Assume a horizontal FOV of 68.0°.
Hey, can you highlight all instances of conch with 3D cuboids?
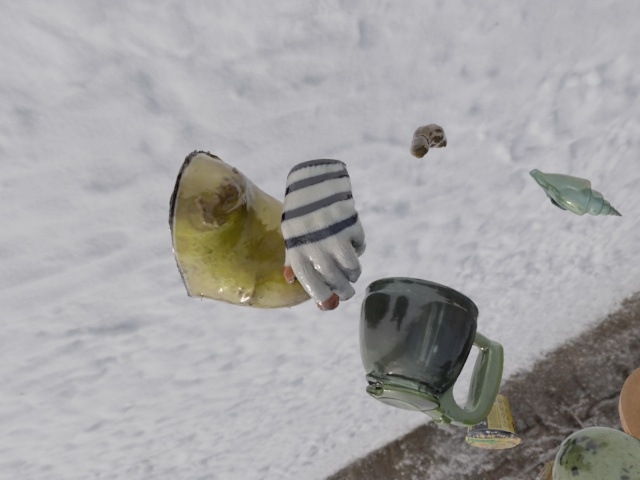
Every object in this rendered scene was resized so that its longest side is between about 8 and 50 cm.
[{"bbox_3d":[0.479,-0.088,0.898,0.065,0.180,0.088,-62,164,11],"label":"conch"}]

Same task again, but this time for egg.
[{"bbox_3d":[0.481,0.421,0.766,0.176,0.228,0.177,-7,143,-5],"label":"egg"}]

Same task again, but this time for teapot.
[{"bbox_3d":[0.207,0.241,0.984,0.239,0.239,0.321,-6,147,40],"label":"teapot"}]

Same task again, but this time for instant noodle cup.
[{"bbox_3d":[0.498,0.525,1.384,0.151,0.122,0.151,7,140,6],"label":"instant noodle cup"}]

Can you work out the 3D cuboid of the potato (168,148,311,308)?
[{"bbox_3d":[-0.119,-0.010,1.007,0.295,0.290,0.397,8,138,0],"label":"potato"}]

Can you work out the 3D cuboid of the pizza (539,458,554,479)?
[{"bbox_3d":[0.452,0.509,0.900,0.297,0.071,0.189,-39,-173,-23],"label":"pizza"}]

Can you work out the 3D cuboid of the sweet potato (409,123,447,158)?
[{"bbox_3d":[0.206,-0.198,0.925,0.182,0.053,0.054,-34,148,-54],"label":"sweet potato"}]

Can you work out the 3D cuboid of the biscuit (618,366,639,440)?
[{"bbox_3d":[0.912,0.462,1.059,0.349,0.455,0.078,-37,135,-8],"label":"biscuit"}]

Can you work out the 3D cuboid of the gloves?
[{"bbox_3d":[0.003,-0.004,0.736,0.140,0.219,0.131,-5,165,2],"label":"gloves"}]
